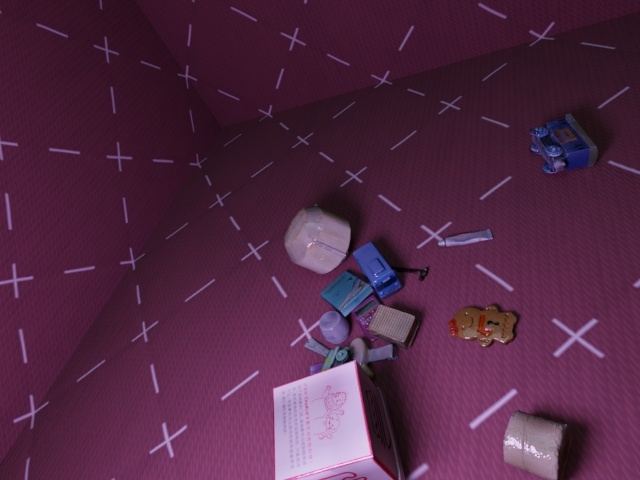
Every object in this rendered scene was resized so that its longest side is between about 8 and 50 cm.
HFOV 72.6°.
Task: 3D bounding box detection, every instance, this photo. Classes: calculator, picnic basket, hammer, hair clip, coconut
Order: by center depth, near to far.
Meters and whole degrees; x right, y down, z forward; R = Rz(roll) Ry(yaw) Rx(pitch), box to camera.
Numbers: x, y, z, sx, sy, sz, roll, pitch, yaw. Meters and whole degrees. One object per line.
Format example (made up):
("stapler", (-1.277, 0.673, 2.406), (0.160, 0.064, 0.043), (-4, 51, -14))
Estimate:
("hair clip", (0.173, 0.437, 1.614), (0.218, 0.071, 0.159), (-16, 44, 25))
("picnic basket", (0.272, 0.322, 1.625), (0.164, 0.079, 0.115), (16, 64, 31))
("calculator", (0.207, 0.309, 1.744), (0.126, 0.034, 0.190), (-33, 45, -3))
("hammer", (0.364, 0.129, 1.833), (0.178, 0.021, 0.065), (9, 55, 39))
("coconut", (0.000, 0.000, 2.011), (0.322, 0.323, 0.323), (-18, 42, 17))

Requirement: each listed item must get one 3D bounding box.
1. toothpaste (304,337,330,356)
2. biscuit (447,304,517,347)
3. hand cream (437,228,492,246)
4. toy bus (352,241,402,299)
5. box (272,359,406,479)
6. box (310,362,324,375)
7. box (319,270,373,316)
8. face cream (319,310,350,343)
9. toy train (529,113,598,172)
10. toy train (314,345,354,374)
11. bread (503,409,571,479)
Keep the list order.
("toothpaste", (0.011, 0.442, 1.739), (0.197, 0.029, 0.048), (17, 57, 46))
("biscuit", (0.562, 0.293, 1.525), (0.225, 0.036, 0.166), (4, 53, 36))
("hand cream", (0.599, -0.008, 1.814), (0.216, 0.038, 0.053), (-10, 68, 16))
("toy bus", (0.236, 0.124, 1.834), (0.116, 0.134, 0.234), (-31, 39, 1))
("box", (0.050, 0.603, 1.334), (0.312, 0.300, 0.315), (-23, 41, 12))
("box", (0.020, 0.492, 1.663), (0.117, 0.051, 0.036), (-20, 42, 18))
("box", (0.105, 0.221, 1.847), (0.162, 0.041, 0.229), (-42, 23, -10))
("face cream", (0.056, 0.348, 1.744), (0.117, 0.104, 0.117), (-17, 41, 15))
("toy train", (1.032, -0.408, 1.872), (0.201, 0.131, 0.300), (-12, 44, 12))
("toy train", (0.041, 0.474, 1.571), (0.132, 0.083, 0.200), (-5, 42, 40))
("bread", (0.583, 0.550, 1.171), (0.141, 0.134, 0.148), (7, 67, 38))
